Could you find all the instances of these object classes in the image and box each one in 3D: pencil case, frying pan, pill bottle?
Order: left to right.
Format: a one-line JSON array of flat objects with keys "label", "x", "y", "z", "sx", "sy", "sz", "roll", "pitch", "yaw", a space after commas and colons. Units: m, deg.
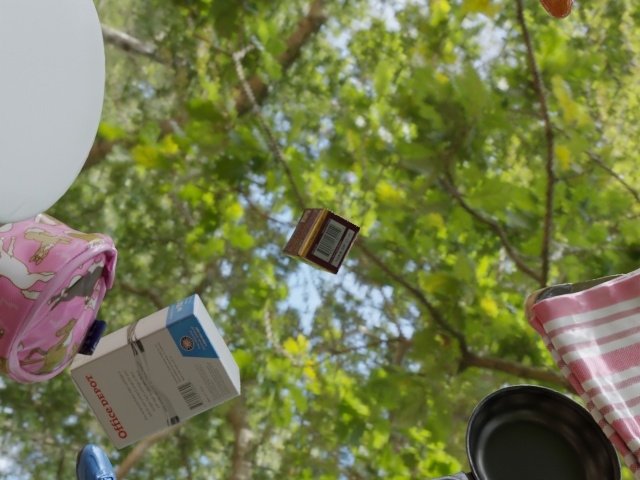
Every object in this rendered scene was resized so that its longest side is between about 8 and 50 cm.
[{"label": "pill bottle", "x": -0.372, "y": -0.136, "z": 0.703, "sx": 0.392, "sy": 0.224, "sz": 0.224, "roll": 11, "pitch": -103, "yaw": 19}, {"label": "pencil case", "x": -0.389, "y": -0.010, "z": 0.969, "sx": 0.160, "sy": 0.386, "sz": 0.167, "roll": -65, "pitch": 165, "yaw": 4}, {"label": "frying pan", "x": 0.223, "y": 0.296, "z": 1.150, "sx": 0.197, "sy": 0.326, "sz": 0.053, "roll": 42, "pitch": -36, "yaw": 21}]

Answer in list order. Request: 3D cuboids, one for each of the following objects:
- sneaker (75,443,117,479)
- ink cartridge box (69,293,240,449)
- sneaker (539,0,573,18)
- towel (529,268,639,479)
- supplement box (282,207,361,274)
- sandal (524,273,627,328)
[{"label": "sneaker", "x": -0.354, "y": 0.442, "z": 1.653, "sx": 0.082, "sy": 0.069, "sz": 0.209, "roll": -29, "pitch": -109, "yaw": 38}, {"label": "ink cartridge box", "x": -0.225, "y": 0.181, "z": 1.345, "sx": 0.190, "sy": 0.140, "sz": 0.082, "roll": -24, "pitch": -160, "yaw": 5}, {"label": "sneaker", "x": 0.273, "y": -0.349, "z": 1.248, "sx": 0.064, "sy": 0.175, "sz": 0.067, "roll": 15, "pitch": -119, "yaw": 49}, {"label": "towel", "x": 0.262, "y": 0.107, "z": 0.718, "sx": 0.197, "sy": 0.144, "sz": 0.029, "roll": 59, "pitch": -28, "yaw": 30}, {"label": "supplement box", "x": 0.000, "y": 0.000, "z": 0.974, "sx": 0.055, "sy": 0.043, "sz": 0.083, "roll": -63, "pitch": -165, "yaw": -4}, {"label": "sandal", "x": 0.358, "y": 0.093, "z": 1.303, "sx": 0.079, "sy": 0.240, "sz": 0.088, "roll": -22, "pitch": -111, "yaw": 61}]
